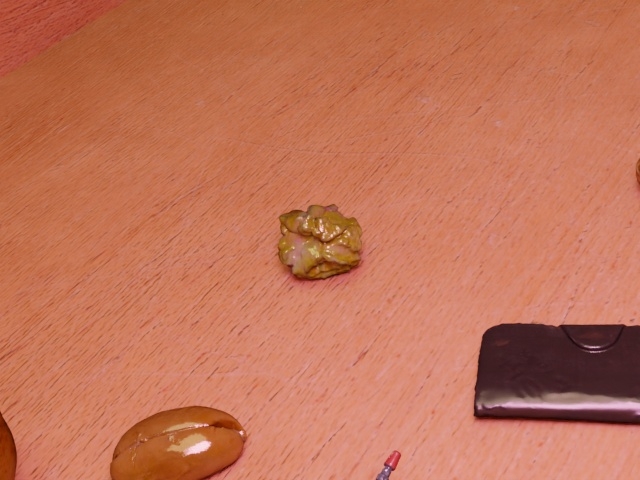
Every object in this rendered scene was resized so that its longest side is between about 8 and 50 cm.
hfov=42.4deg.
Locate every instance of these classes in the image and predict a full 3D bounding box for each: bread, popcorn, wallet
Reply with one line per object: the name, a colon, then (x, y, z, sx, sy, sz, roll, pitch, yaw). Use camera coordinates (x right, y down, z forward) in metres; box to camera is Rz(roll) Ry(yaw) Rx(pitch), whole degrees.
bread: (-0.196, 0.276, 1.110, 0.189, 0.077, 0.114, -18, 32, 1)
popcorn: (0.000, 0.000, 1.368, 0.145, 0.126, 0.125, -2, 10, 42)
wallet: (0.359, 0.170, 1.078, 0.309, 0.042, 0.165, -1, 40, 18)

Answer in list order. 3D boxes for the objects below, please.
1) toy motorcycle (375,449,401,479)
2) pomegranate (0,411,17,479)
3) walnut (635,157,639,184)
toy motorcycle: (0.121, 0.345, 0.872, 0.272, 0.124, 0.182, 16, 57, 34)
pomegranate: (-0.529, 0.284, 1.036, 0.307, 0.307, 0.307, -10, 37, 7)
walnut: (0.571, -0.109, 1.357, 0.121, 0.052, 0.091, -35, 42, -22)
